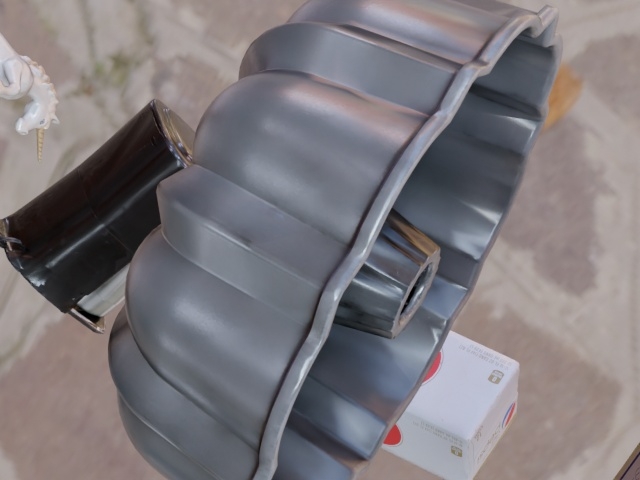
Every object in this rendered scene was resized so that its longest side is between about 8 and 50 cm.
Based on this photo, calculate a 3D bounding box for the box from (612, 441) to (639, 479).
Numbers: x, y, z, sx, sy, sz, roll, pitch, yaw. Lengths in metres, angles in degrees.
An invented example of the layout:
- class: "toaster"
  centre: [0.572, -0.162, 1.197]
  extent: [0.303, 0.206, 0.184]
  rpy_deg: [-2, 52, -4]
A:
- class: "box"
  centre: [0.221, 0.188, 0.876]
  extent: [0.214, 0.243, 0.117]
  rpy_deg: [10, 51, -9]

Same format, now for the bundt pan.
- class: "bundt pan"
  centre: [0.000, 0.000, 1.033]
  extent: [0.124, 0.331, 0.331]
  rpy_deg: [29, 56, 14]

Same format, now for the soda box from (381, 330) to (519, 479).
- class: "soda box"
  centre: [0.026, 0.084, 1.329]
  extent: [0.216, 0.069, 0.074]
  rpy_deg: [24, 58, 21]

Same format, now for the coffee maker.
- class: "coffee maker"
  centre: [-0.177, -0.028, 1.657]
  extent: [0.178, 0.171, 0.120]
  rpy_deg: [-40, 61, 11]

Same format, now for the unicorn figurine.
- class: "unicorn figurine"
  centre: [-0.245, -0.128, 1.416]
  extent: [0.162, 0.060, 0.111]
  rpy_deg: [64, 24, -5]
